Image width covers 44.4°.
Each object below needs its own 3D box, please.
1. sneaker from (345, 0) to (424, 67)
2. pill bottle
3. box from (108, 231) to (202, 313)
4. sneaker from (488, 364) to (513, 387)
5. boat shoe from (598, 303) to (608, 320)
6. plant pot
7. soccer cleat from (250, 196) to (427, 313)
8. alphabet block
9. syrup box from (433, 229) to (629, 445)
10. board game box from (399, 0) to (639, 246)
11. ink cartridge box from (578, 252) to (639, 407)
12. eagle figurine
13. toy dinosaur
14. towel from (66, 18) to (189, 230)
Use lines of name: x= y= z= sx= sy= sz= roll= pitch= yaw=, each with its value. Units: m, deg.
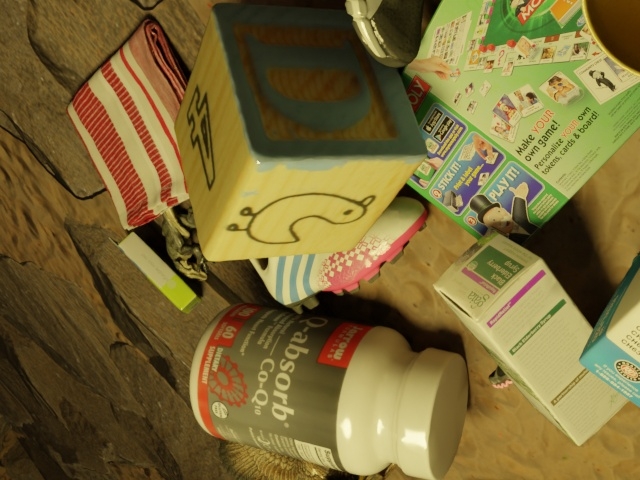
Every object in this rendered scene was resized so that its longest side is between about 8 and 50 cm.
sneaker: x=0.084 y=-0.269 z=0.687 sx=0.132 sy=0.086 sz=0.228 roll=1 pitch=116 yaw=38
pill bottle: x=0.013 y=0.215 z=1.128 sx=0.363 sy=0.210 sz=0.210 roll=6 pitch=130 yaw=27
box: x=-0.288 y=0.052 z=1.381 sx=0.178 sy=0.042 sz=0.109 roll=45 pitch=172 yaw=4
sneaker: x=0.245 y=0.143 z=0.994 sx=0.057 sy=0.047 sz=0.119 roll=46 pitch=137 yaw=10
boat shoe: x=0.400 y=0.137 z=0.822 sx=0.233 sy=0.084 sz=0.079 roll=33 pitch=180 yaw=5
plant pot: x=0.275 y=-0.196 z=0.578 sx=0.134 sy=0.095 sz=0.134 roll=26 pitch=139 yaw=24
soccer cleat: x=0.000 y=0.000 z=1.024 sx=0.143 sy=0.116 sz=0.331 roll=49 pitch=144 yaw=-6
alphabet block: x=-0.033 y=-0.110 z=0.833 sx=0.197 sy=0.192 sz=0.193 roll=124 pitch=137 yaw=-54
syrup box: x=0.234 y=0.107 z=0.849 sx=0.237 sy=0.096 sz=0.093 roll=49 pitch=177 yaw=-29
board game box: x=0.184 y=-0.133 z=0.772 sx=0.213 sy=0.046 sz=0.317 roll=40 pitch=144 yaw=8
ink cartridge box: x=0.373 y=0.048 z=0.661 sx=0.171 sy=0.168 sz=0.232 roll=37 pitch=143 yaw=12
eagle figurine: x=-0.035 y=0.355 z=1.356 sx=0.298 sy=0.226 sz=0.225 roll=37 pitch=164 yaw=2
toy dinosaur: x=-0.221 y=-0.016 z=1.276 sx=0.118 sy=0.064 sz=0.268 roll=23 pitch=136 yaw=38
towel: x=-0.274 y=-0.153 z=1.173 sx=0.329 sy=0.037 sz=0.237 roll=-19 pitch=98 yaw=52
